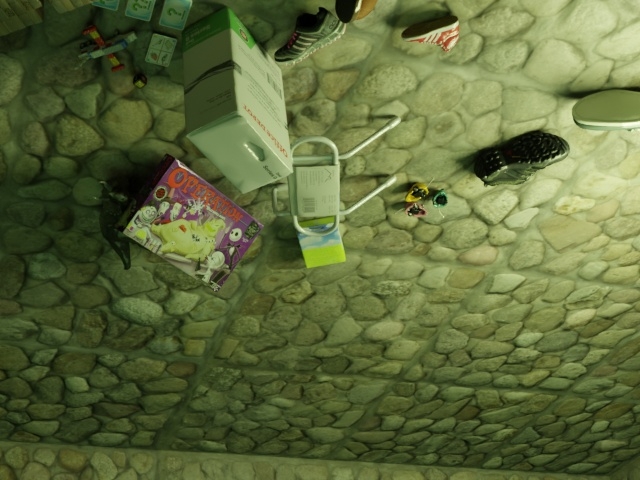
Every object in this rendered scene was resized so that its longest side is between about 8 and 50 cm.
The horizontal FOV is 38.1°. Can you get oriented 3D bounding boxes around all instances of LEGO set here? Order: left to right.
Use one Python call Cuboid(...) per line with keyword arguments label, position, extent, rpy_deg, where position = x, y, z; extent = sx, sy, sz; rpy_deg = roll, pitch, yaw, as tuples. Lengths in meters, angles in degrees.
Cuboid(label="LEGO set", position=(-0.368, -0.389, 1.796), extent=(0.182, 0.060, 0.244), rpy_deg=(12, 140, -18))

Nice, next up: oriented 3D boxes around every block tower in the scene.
Cuboid(label="block tower", position=(-0.501, -0.456, 1.652), extent=(0.335, 0.097, 0.091), rpy_deg=(-18, 143, 11))

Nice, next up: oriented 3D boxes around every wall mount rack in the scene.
Cuboid(label="wall mount rack", position=(0.033, -0.160, 2.125), extent=(0.304, 0.131, 0.350), rpy_deg=(-2, 144, -1))

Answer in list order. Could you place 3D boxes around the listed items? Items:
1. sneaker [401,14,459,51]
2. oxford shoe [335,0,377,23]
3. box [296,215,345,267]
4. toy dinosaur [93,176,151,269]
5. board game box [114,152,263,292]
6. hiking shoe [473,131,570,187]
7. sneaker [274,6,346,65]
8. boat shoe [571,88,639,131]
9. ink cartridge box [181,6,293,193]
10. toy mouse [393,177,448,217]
Cuboid(label="sneaker", position=(0.226, -0.411, 1.881), extent=(0.118, 0.042, 0.067), rpy_deg=(-14, 140, 5))
Cuboid(label="oxford shoe", position=(0.094, -0.503, 1.727), extent=(0.076, 0.076, 0.212), rpy_deg=(-19, 153, -32))
Cuboid(label="box", position=(0.000, 0.000, 2.395), extent=(0.109, 0.042, 0.178), rpy_deg=(-10, 143, 3))
Cuboid(label="toy dinosaur", position=(-0.463, -0.052, 2.212), extent=(0.160, 0.121, 0.313), rpy_deg=(16, 144, -10))
Cuboid(label="board game box", position=(-0.301, -0.034, 2.187), extent=(0.347, 0.056, 0.208), rpy_deg=(38, 81, -47))
Cuboid(label="hiking shoe", position=(0.485, -0.188, 2.211), extent=(0.226, 0.086, 0.114), rpy_deg=(-14, 157, 19))
Cuboid(label="sneaker", position=(-0.034, -0.407, 1.827), extent=(0.170, 0.063, 0.075), rpy_deg=(-22, 125, 35))
Cuboid(label="boat shoe", position=(0.717, -0.276, 2.089), extent=(0.319, 0.116, 0.099), rpy_deg=(-8, 140, -7))
Cuboid(label="ink cartridge box", position=(-0.163, -0.270, 1.794), extent=(0.121, 0.289, 0.211), rpy_deg=(-22, 141, 19))
Cuboid(label="toy mouse", position=(0.265, -0.098, 2.319), extent=(0.143, 0.031, 0.161), rpy_deg=(27, 132, -37))
